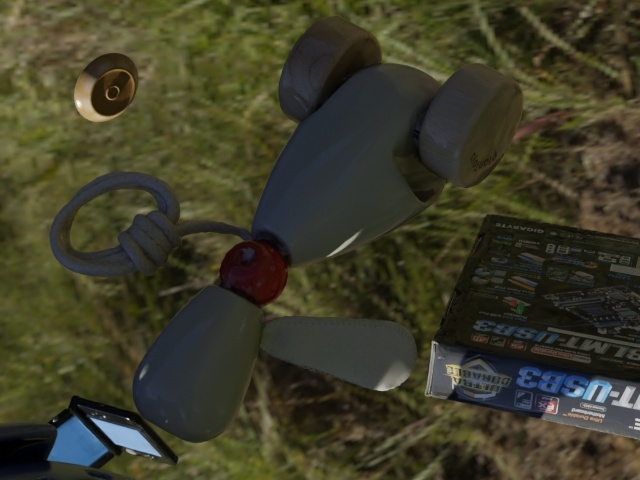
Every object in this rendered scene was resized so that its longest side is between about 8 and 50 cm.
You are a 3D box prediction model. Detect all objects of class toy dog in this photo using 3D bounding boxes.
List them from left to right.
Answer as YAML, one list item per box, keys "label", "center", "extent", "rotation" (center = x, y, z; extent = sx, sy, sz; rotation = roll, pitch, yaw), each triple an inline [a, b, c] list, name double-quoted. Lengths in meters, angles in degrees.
- label: "toy dog"
  center: [0.000, 0.000, 1.159]
  extent: [0.334, 0.161, 0.220]
  rotation: [-36, 57, -5]

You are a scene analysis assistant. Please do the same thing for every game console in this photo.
- label: "game console"
  center: [-0.208, 0.203, 1.574]
  extent: [0.107, 0.122, 0.071]
  rotation: [12, 67, 22]

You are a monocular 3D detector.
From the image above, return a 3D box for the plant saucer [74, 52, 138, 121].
- label: "plant saucer"
  center: [-0.234, -0.168, 1.859]
  extent: [0.015, 0.083, 0.083]
  rotation: [36, 120, 41]

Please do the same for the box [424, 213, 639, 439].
- label: "box"
  center: [0.275, 0.083, 1.634]
  extent: [0.295, 0.293, 0.073]
  rotation: [9, 119, 12]

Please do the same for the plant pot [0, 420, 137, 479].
- label: "plant pot"
  center: [-0.219, 0.251, 1.088]
  extent: [0.212, 0.236, 0.236]
  rotation: [32, 102, 22]
